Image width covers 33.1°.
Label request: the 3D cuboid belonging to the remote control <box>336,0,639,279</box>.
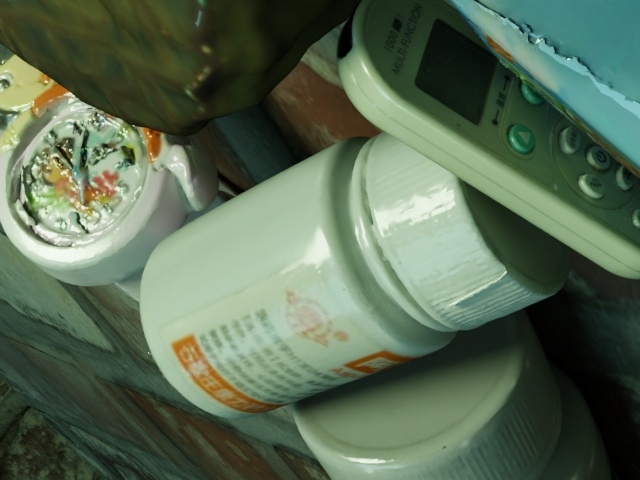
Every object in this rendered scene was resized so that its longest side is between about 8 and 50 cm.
[{"bbox_3d":[0.103,-0.052,0.553,0.221,0.078,0.042,29,147,-14],"label":"remote control"}]

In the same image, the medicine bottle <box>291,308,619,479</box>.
[{"bbox_3d":[0.123,0.191,0.842,0.208,0.208,0.340,16,147,42],"label":"medicine bottle"}]

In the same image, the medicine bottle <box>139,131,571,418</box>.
[{"bbox_3d":[0.016,0.014,0.667,0.252,0.144,0.144,-29,113,36],"label":"medicine bottle"}]

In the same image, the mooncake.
[{"bbox_3d":[-0.100,-0.195,0.538,0.290,0.161,0.290,32,154,18],"label":"mooncake"}]

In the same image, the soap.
[{"bbox_3d":[0.131,-0.065,0.408,0.156,0.077,0.293,41,-168,8],"label":"soap"}]

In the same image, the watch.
[{"bbox_3d":[-0.140,-0.059,0.862,0.244,0.196,0.231,42,-177,25],"label":"watch"}]
